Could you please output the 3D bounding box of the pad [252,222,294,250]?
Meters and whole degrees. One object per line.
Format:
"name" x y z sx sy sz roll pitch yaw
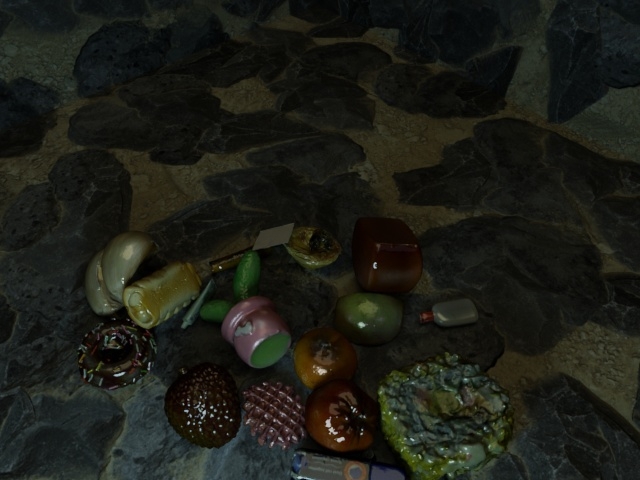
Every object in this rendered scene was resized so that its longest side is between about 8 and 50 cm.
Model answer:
"pad" -0.188 -0.016 2.212 0.156 0.004 0.232 -13 20 8

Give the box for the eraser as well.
"eraser" 0.073 0.689 1.580 0.332 0.155 0.102 9 52 4

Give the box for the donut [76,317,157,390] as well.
"donut" -0.692 0.378 1.853 0.269 0.103 0.270 2 46 -2

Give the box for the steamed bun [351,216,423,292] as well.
"steamed bun" 0.246 0.069 2.082 0.235 0.248 0.379 1 20 -9

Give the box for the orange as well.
"orange" 0.017 0.396 1.829 0.224 0.170 0.224 1 49 -1

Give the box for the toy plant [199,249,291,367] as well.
"toy plant" -0.240 0.251 1.904 0.317 0.210 0.356 -51 45 8

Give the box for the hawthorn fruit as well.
"hawthorn fruit" 0.046 0.537 1.680 0.224 0.261 0.224 6 79 -35

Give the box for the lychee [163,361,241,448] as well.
"lychee" -0.358 0.505 1.680 0.236 0.236 0.271 -25 79 -24

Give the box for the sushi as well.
"sushi" 0.383 0.546 1.671 0.396 0.240 0.351 -14 51 -12

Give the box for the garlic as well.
"garlic" -0.731 0.110 2.008 0.286 0.249 0.313 -5 37 31

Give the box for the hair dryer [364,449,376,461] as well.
"hair dryer" 0.133 0.679 1.670 0.083 0.047 0.026 -36 48 -8

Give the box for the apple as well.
"apple" 0.180 0.281 1.986 0.264 0.120 0.193 2 59 2

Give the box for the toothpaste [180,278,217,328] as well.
"toothpaste" -0.449 0.238 2.027 0.041 0.064 0.218 11 50 27

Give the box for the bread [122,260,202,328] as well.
"bread" -0.564 0.191 1.973 0.311 0.121 0.173 -33 98 -52

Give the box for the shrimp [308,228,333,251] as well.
"shrimp" 0.000 0.000 2.172 0.091 0.034 0.161 22 35 7

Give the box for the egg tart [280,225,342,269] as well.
"egg tart" -0.041 0.038 2.208 0.252 0.098 0.232 16 39 7

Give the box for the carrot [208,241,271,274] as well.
"carrot" -0.319 0.070 2.182 0.260 0.070 0.070 -20 52 -18

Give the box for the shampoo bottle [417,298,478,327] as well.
"shampoo bottle" 0.473 0.276 2.045 0.220 0.051 0.108 -7 51 -10

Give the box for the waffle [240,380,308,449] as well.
"waffle" -0.140 0.547 1.722 0.221 0.055 0.234 6 44 -31
